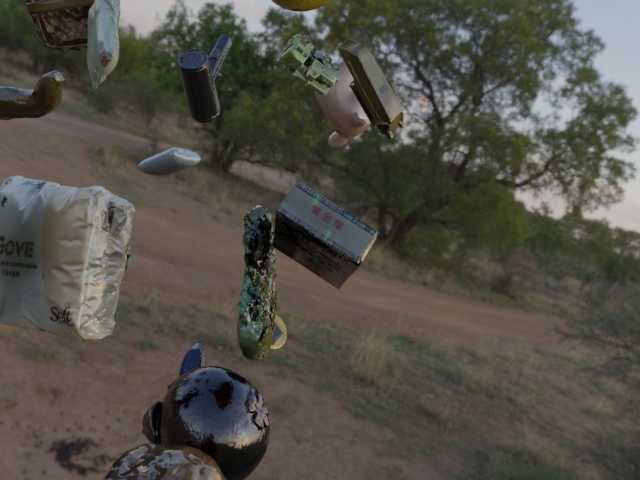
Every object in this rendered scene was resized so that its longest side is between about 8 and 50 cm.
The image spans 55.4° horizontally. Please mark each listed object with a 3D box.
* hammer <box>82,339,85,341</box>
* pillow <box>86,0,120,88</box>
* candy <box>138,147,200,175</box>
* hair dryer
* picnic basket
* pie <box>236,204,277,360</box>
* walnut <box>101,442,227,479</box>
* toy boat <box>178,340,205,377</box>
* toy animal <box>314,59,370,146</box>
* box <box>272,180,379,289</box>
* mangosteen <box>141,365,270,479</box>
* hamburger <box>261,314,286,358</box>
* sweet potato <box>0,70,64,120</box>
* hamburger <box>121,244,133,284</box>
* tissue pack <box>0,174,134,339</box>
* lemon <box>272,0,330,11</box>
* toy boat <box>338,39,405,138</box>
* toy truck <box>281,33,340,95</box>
[{"bbox_3d":[-0.852,0.300,2.143,0.122,0.014,0.029,62,24,-2],"label":"hammer"},{"bbox_3d":[-0.463,-0.444,1.307,0.051,0.229,0.128,11,-32,-37],"label":"pillow"},{"bbox_3d":[-0.510,-0.264,2.060,0.174,0.071,0.138,-16,-10,29],"label":"candy"},{"bbox_3d":[-0.311,-0.487,1.712,0.089,0.251,0.197,12,-31,10],"label":"hair dryer"},{"bbox_3d":[-0.789,-0.748,1.918,0.254,0.291,0.321,-16,24,-19],"label":"picnic basket"},{"bbox_3d":[-0.149,0.102,1.487,0.078,0.370,0.296,2,-2,0],"label":"pie"},{"bbox_3d":[-0.321,0.556,1.208,0.306,0.305,0.344,21,18,2],"label":"walnut"},{"bbox_3d":[-0.400,0.465,1.896,0.072,0.318,0.219,10,36,-1],"label":"toy boat"},{"bbox_3d":[0.091,-0.486,2.128,0.213,0.256,0.195,-28,-6,-37],"label":"toy animal"},{"bbox_3d":[0.000,0.000,1.336,0.198,0.084,0.310,33,-15,3],"label":"box"},{"bbox_3d":[-0.301,0.484,1.557,0.347,0.306,0.307,-21,-8,16],"label":"mangosteen"},{"bbox_3d":[-0.164,0.269,1.730,0.126,0.081,0.141,44,42,-16],"label":"hamburger"},{"bbox_3d":[-0.572,-0.272,1.178,0.233,0.062,0.081,-5,-31,23],"label":"sweet potato"},{"bbox_3d":[-0.652,0.045,1.773,0.125,0.235,0.214,27,38,27],"label":"hamburger"},{"bbox_3d":[-0.620,0.040,1.416,0.376,0.389,0.195,2,-6,24],"label":"tissue pack"},{"bbox_3d":[-0.044,-0.623,1.394,0.231,0.192,0.192,-8,4,2],"label":"lemon"},{"bbox_3d":[0.107,-0.326,1.320,0.226,0.068,0.088,56,-23,-18],"label":"toy boat"},{"bbox_3d":[-0.027,-0.471,1.665,0.169,0.100,0.077,36,-29,-25],"label":"toy truck"}]
